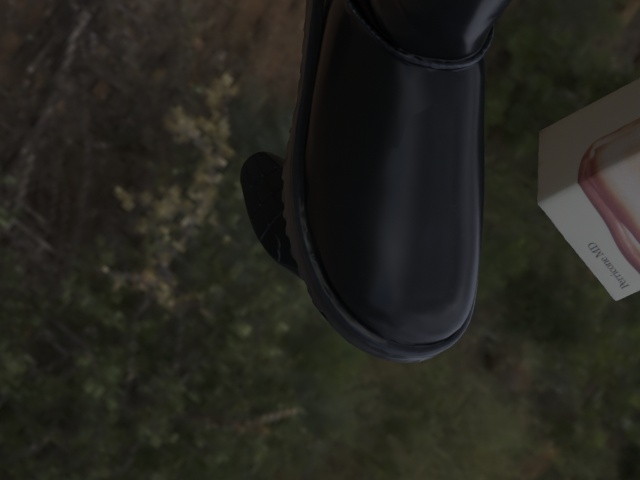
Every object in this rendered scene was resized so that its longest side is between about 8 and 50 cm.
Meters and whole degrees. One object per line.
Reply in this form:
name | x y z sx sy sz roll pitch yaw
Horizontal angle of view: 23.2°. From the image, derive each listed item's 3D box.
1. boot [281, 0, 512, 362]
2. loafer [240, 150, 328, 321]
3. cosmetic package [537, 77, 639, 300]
boot | 0.098 -0.152 0.985 0.146 0.366 0.445 0 161 -18
loafer | 0.000 0.000 1.225 0.062 0.170 0.061 -39 172 34
cosmetic package | 0.367 -0.085 1.467 0.296 0.153 0.129 -29 -152 29
